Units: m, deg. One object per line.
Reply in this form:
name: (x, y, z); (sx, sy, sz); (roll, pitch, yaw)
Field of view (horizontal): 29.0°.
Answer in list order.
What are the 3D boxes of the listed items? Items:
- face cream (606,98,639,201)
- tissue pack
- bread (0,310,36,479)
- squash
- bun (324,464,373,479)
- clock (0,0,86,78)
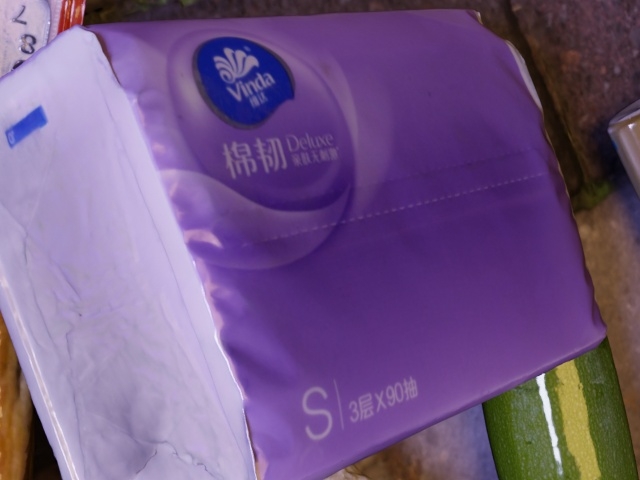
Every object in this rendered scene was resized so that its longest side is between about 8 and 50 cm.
face cream: (0.336, 0.006, 0.981); (0.139, 0.067, 0.285); (-30, 98, -25)
tissue pack: (0.000, 0.000, 0.694); (0.338, 0.160, 0.242); (-15, 82, -48)
bread: (-0.257, 0.072, 0.652); (0.210, 0.099, 0.235); (2, 88, -25)
squash: (0.156, 0.098, 0.859); (0.101, 0.101, 0.379); (-10, 85, -28)
bun: (-0.032, 0.219, 0.724); (0.220, 0.134, 0.220); (14, 49, -16)
clock: (-0.202, -0.111, 0.724); (0.113, 0.061, 0.155); (10, 82, -26)
